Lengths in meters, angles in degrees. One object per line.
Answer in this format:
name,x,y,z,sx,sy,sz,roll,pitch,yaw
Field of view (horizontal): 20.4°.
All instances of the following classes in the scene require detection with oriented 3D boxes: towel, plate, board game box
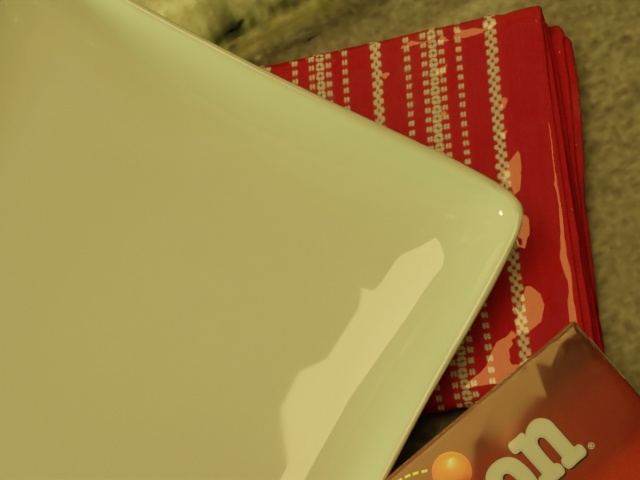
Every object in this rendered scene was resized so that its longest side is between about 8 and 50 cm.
towel,0.000,0.000,0.891,0.275,0.031,0.199,-11,69,16
plate,-0.088,0.043,0.829,0.278,0.045,0.277,27,89,3
board game box,0.051,0.180,0.779,0.281,0.027,0.145,-41,83,0
